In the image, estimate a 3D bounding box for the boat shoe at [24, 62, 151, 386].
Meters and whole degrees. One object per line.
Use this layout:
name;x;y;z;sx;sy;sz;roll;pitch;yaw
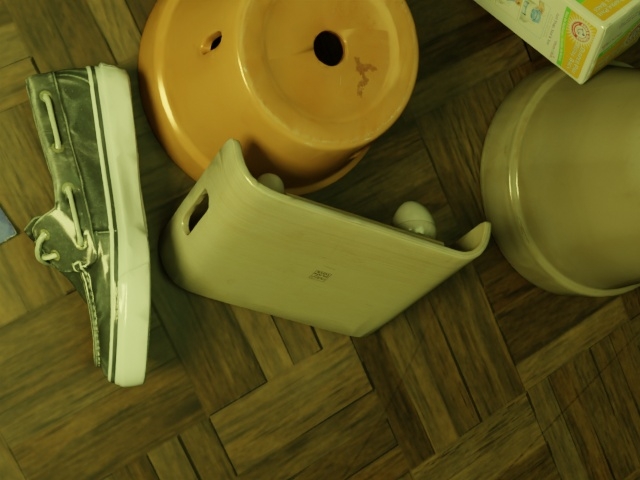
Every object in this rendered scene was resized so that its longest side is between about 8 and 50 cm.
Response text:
boat shoe;-0.243;-0.014;0.923;0.119;0.121;0.335;-6;83;-16

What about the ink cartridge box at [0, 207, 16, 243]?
ink cartridge box;-0.507;-0.053;0.817;0.330;0.071;0.324;-35;104;-18

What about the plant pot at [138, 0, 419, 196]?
plant pot;-0.030;-0.189;0.955;0.290;0.203;0.291;0;90;-24

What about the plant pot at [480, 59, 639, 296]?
plant pot;0.408;-0.079;1.114;0.323;0.280;0.323;-1;93;-24

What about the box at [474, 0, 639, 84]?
box;0.294;-0.308;1.099;0.114;0.103;0.203;-36;67;-19

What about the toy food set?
toy food set;0.000;0.000;0.973;0.306;0.220;0.092;17;55;-23
